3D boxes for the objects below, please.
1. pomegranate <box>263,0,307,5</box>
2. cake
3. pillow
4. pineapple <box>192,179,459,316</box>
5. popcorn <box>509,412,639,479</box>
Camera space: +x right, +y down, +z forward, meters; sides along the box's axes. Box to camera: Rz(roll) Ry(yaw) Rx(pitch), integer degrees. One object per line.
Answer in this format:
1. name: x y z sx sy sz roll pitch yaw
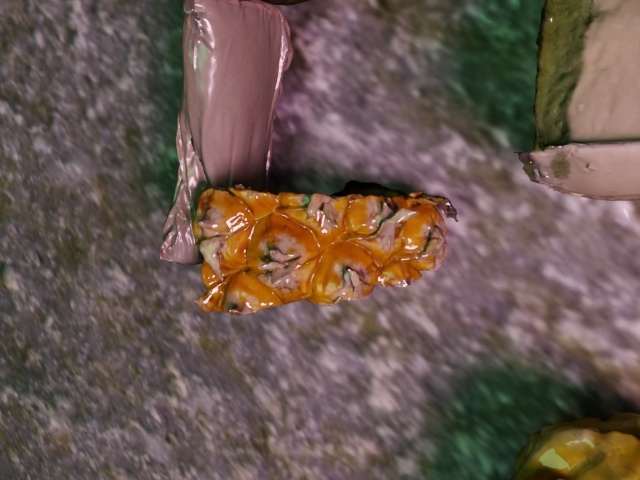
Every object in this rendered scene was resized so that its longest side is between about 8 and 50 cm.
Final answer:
1. pomegranate: -0.008 -0.268 0.607 0.169 0.148 0.148 19 113 18
2. cake: 0.245 -0.154 0.502 0.158 0.172 0.283 1 69 29
3. pillow: -0.088 -0.097 0.684 0.067 0.173 0.270 18 112 18
4. pineapple: 0.000 0.000 0.660 0.186 0.236 0.114 -148 58 -72
5. popcorn: 0.228 0.272 0.551 0.225 0.174 0.286 28 118 19
